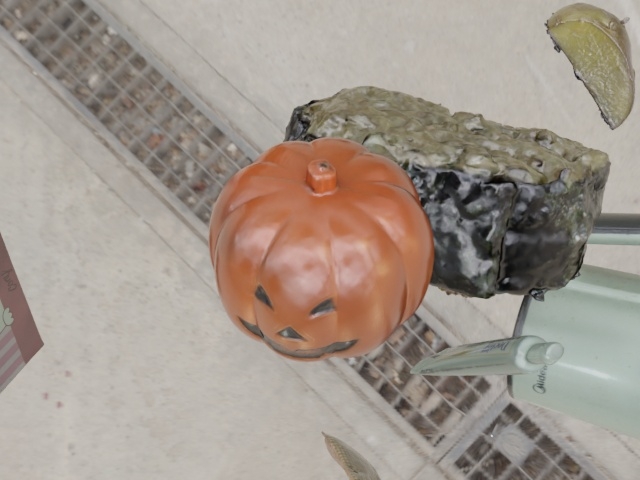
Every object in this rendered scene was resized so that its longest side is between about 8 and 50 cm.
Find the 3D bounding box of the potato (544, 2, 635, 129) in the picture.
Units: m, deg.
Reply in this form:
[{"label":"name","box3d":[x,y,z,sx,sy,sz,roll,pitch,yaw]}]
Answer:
[{"label":"potato","box3d":[0.380,-0.247,1.364,0.089,0.101,0.172,-29,104,33]}]

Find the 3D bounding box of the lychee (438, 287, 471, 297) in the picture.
[{"label":"lychee","box3d":[0.236,-0.013,1.597,0.200,0.238,0.200,-3,48,4]}]

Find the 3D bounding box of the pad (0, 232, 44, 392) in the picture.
[{"label":"pad","box3d":[-0.515,0.106,1.559,0.005,0.300,0.202,6,37,22]}]

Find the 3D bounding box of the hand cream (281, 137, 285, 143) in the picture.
[{"label":"hand cream","box3d":[-0.037,-0.147,1.705,0.087,0.186,0.054,-1,52,-26]}]

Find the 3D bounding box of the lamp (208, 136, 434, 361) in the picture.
[{"label":"lamp","box3d":[0.000,0.000,0.850,0.187,0.164,0.188,0,45,0]}]

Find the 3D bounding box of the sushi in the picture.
[{"label":"sushi","box3d":[0.126,-0.057,1.109,0.349,0.211,0.171,12,122,6]}]

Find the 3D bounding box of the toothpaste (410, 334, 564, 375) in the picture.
[{"label":"toothpaste","box3d":[0.173,0.121,1.079,0.067,0.255,0.037,-25,92,-23]}]

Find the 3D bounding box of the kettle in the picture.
[{"label":"kettle","box3d":[0.480,0.130,1.501,0.376,0.250,0.361,13,126,23]}]

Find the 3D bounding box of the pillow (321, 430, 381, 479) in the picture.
[{"label":"pillow","box3d":[0.078,0.399,1.718,0.034,0.135,0.211,-46,32,0]}]
